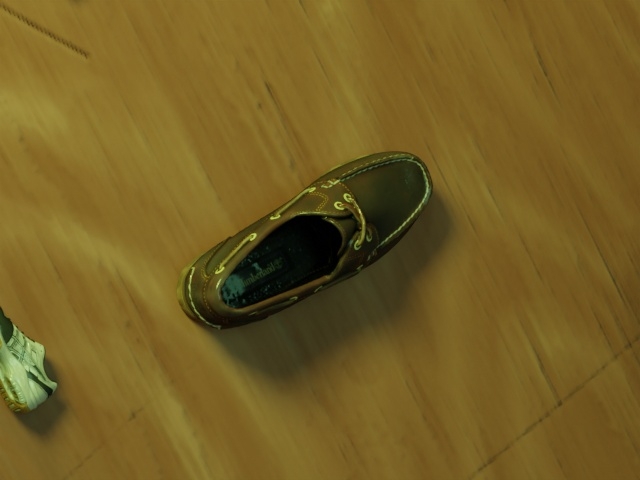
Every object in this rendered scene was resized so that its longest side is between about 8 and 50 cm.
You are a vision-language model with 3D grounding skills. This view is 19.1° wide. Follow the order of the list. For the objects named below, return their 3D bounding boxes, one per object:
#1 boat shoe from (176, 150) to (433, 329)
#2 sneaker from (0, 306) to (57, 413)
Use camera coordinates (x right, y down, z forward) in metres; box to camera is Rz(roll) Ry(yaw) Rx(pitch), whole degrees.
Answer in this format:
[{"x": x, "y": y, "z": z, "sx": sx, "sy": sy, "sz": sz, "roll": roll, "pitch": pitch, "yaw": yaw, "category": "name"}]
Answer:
[{"x": 0.000, "y": 0.000, "z": 1.314, "sx": 0.207, "sy": 0.073, "sz": 0.073, "roll": -34, "pitch": 98, "yaw": -22, "category": "boat shoe"}, {"x": -0.202, "y": 0.071, "z": 1.250, "sx": 0.037, "sy": 0.032, "sz": 0.083, "roll": -29, "pitch": 103, "yaw": -36, "category": "sneaker"}]
